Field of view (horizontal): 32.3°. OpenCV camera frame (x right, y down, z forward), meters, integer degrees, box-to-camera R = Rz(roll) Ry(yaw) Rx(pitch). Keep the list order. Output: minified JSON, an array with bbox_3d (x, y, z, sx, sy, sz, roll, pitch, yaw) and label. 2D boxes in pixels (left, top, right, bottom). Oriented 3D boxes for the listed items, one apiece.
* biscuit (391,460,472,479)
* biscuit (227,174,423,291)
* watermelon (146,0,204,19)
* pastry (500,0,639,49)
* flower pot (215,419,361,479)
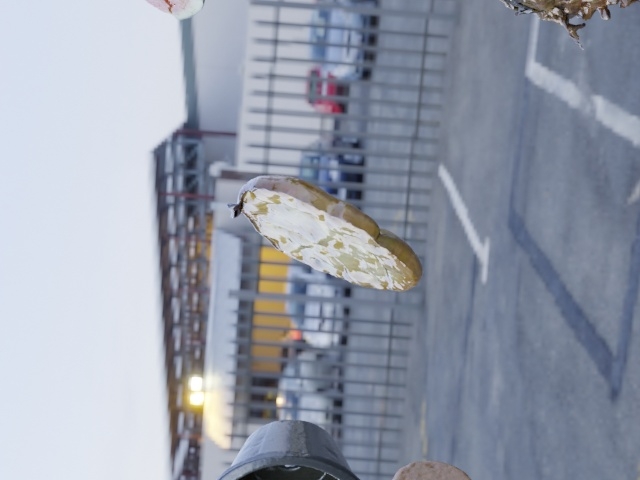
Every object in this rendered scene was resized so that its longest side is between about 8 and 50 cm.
[{"bbox_3d":[0.185,0.402,1.367,0.339,0.216,0.047,47,154,50],"label":"biscuit"},{"bbox_3d":[0.001,-0.005,1.125,0.041,0.203,0.260,-66,11,-12],"label":"biscuit"},{"bbox_3d":[-0.175,-0.295,1.148,0.125,0.094,0.135,139,106,-82],"label":"watermelon"},{"bbox_3d":[0.195,-0.308,0.971,0.193,0.275,0.274,138,138,-70],"label":"pastry"},{"bbox_3d":[-0.051,0.393,1.748,0.166,0.269,0.269,-96,9,-60],"label":"flower pot"}]
